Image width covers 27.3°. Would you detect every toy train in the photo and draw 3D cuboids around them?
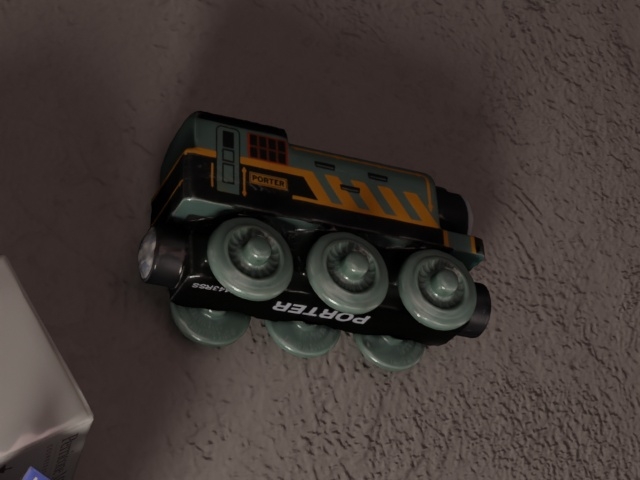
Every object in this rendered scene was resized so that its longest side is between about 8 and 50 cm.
[{"bbox_3d":[0.000,0.000,1.179,0.334,0.142,0.190,10,59,-21],"label":"toy train"}]

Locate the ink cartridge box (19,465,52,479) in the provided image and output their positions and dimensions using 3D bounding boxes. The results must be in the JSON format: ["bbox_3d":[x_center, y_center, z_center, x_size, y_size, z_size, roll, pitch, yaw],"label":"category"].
[{"bbox_3d":[-0.248,0.315,0.907,0.311,0.065,0.186,-52,128,-12],"label":"ink cartridge box"}]

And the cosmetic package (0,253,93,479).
[{"bbox_3d":[-0.289,0.132,0.971,0.184,0.151,0.151,-22,69,-28],"label":"cosmetic package"}]
